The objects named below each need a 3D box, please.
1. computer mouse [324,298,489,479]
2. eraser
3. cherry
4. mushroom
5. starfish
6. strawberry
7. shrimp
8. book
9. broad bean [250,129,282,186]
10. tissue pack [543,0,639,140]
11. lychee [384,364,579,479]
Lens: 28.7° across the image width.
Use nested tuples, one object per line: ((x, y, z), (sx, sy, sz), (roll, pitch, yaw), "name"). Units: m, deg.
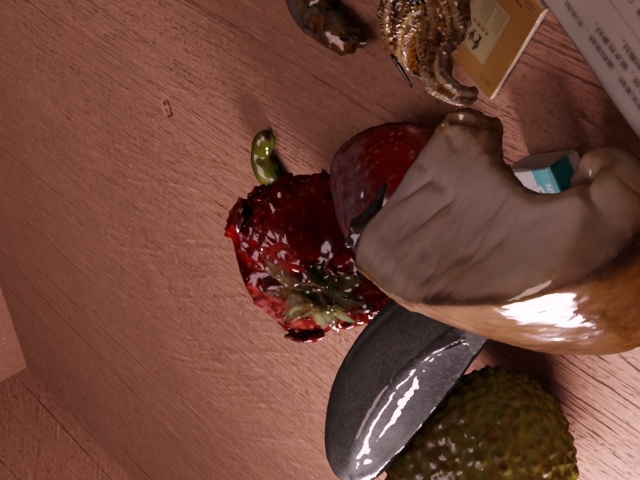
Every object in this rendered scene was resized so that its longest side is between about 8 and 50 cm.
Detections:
((0.109, 0.148, 1.606), (0.114, 0.374, 0.203), (34, -169, -9), "computer mouse")
((0.291, 0.006, 1.448), (0.095, 0.052, 0.225), (-4, 112, 61), "eraser")
((0.101, -0.062, 1.579), (0.250, 0.175, 0.192), (35, 135, 43), "cherry")
((0.240, 0.030, 1.185), (0.314, 0.224, 0.397), (31, 180, -17), "mushroom")
((0.120, -0.280, 1.380), (0.312, 0.113, 0.303), (63, 154, 29), "starfish")
((0.000, 0.000, 1.778), (0.274, 0.220, 0.274), (9, 133, 9), "strawberry")
((0.003, -0.313, 1.634), (0.187, 0.052, 0.132), (45, 150, 34), "shrimp")
((0.188, -0.251, 1.416), (0.118, 0.012, 0.172), (53, 153, 15), "book")
((-0.062, -0.074, 1.991), (0.070, 0.048, 0.213), (2, 115, 61), "broad bean")
((0.343, -0.200, 0.993), (0.356, 0.194, 0.266), (57, 153, 9), "tissue pack")
((0.212, 0.321, 1.650), (0.270, 0.270, 0.320), (3, 97, 60), "lychee")
